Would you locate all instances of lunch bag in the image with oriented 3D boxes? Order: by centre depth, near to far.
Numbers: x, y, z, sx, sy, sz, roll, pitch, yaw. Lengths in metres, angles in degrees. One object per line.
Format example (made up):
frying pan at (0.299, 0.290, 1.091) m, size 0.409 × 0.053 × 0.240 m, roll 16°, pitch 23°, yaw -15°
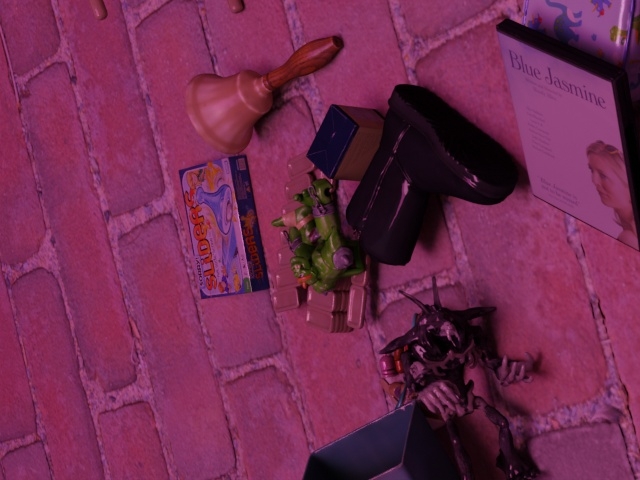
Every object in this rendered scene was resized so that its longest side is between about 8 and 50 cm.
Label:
lunch bag at (0.302, -0.268, 1.828) m, size 0.176 × 0.090 × 0.219 m, roll 27°, pitch 119°, yaw 45°

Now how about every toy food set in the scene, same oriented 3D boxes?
toy food set at (0.109, 0.169, 2.230) m, size 0.078 × 0.019 × 0.122 m, roll 52°, pitch 134°, yaw 31°

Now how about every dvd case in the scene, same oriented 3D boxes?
dvd case at (0.282, -0.113, 1.849) m, size 0.180 × 0.022 × 0.253 m, roll 33°, pitch 151°, yaw 43°

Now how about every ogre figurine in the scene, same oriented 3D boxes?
ogre figurine at (0.000, 0.000, 2.224) m, size 0.197 × 0.096 × 0.118 m, roll -40°, pitch 68°, yaw 50°

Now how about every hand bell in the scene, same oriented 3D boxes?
hand bell at (-0.062, -0.224, 2.313) m, size 0.242 × 0.126 × 0.126 m, roll -28°, pitch 76°, yaw 38°

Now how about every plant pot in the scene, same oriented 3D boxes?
plant pot at (0.105, 0.362, 2.107) m, size 0.165 × 0.166 × 0.234 m, roll -30°, pitch 104°, yaw 20°

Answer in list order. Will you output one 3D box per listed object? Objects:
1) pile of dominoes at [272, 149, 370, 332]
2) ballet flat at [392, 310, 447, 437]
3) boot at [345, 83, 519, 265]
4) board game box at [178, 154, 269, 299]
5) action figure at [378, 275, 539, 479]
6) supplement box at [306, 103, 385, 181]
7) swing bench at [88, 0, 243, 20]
pile of dominoes at (0.016, -0.002, 2.314) m, size 0.196 × 0.040 × 0.251 m, roll 15°, pitch 102°, yaw 50°
ballet flat at (0.136, 0.193, 2.164) m, size 0.079 × 0.077 × 0.222 m, roll 16°, pitch 116°, yaw 6°
boot at (0.133, -0.051, 2.085) m, size 0.246 × 0.094 × 0.207 m, roll 48°, pitch 129°, yaw 43°
board game box at (-0.145, -0.018, 2.496) m, size 0.136 × 0.035 × 0.201 m, roll -11°, pitch 89°, yaw 52°
action figure at (0.180, 0.177, 2.038) m, size 0.276 × 0.164 × 0.141 m, roll 69°, pitch 161°, yaw -1°
supplement box at (0.042, -0.126, 2.185) m, size 0.056 × 0.083 × 0.083 m, roll 46°, pitch 120°, yaw 37°
swing bench at (-0.238, -0.454, 2.338) m, size 0.255 × 0.253 × 0.165 m, roll 57°, pitch 136°, yaw 26°
